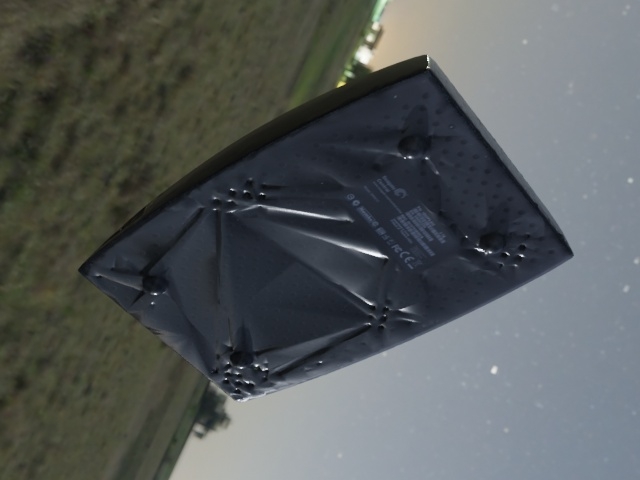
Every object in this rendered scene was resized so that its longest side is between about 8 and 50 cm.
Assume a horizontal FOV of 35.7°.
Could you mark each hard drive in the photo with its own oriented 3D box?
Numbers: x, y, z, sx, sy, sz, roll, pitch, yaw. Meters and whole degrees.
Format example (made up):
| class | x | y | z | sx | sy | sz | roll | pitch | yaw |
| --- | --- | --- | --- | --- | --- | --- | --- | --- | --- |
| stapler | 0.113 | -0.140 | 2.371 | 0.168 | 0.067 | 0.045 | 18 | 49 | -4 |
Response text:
| class | x | y | z | sx | sy | sz | roll | pitch | yaw |
| --- | --- | --- | --- | --- | --- | --- | --- | --- | --- |
| hard drive | 0.000 | 0.000 | 0.597 | 0.254 | 0.172 | 0.054 | -27 | -145 | 27 |
